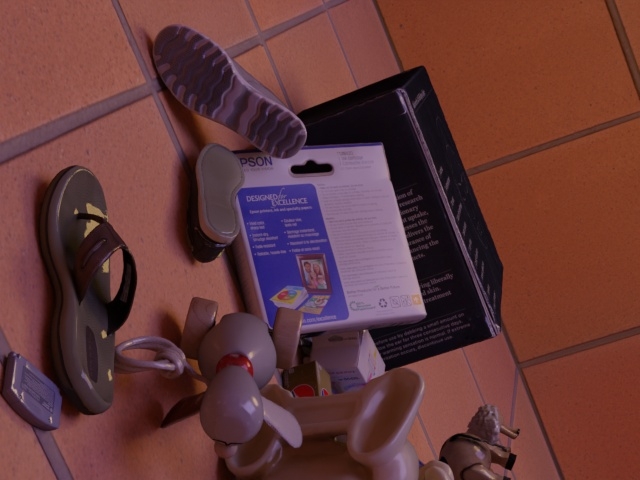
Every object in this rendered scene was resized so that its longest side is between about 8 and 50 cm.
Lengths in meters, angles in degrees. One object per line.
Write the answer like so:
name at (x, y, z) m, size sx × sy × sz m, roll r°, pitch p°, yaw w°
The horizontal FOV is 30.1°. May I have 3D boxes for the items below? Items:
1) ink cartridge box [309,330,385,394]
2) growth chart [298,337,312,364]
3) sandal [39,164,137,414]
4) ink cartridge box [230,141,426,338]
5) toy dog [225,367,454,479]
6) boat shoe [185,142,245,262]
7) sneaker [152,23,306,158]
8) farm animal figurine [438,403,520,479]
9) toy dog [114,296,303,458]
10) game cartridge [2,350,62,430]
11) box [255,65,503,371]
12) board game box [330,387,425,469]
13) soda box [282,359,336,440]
ink cartridge box at (0.042, 0.209, 2.012) m, size 0.143 × 0.092 × 0.090 m, roll 62°, pitch 29°, yaw -45°
growth chart at (-0.040, 0.106, 2.053) m, size 0.237 × 0.021 × 0.172 m, roll 70°, pitch 18°, yaw 2°
sandal at (-0.246, 0.050, 1.338) m, size 0.120 × 0.086 × 0.303 m, roll 45°, pitch 28°, yaw -56°
ink cartridge box at (0.000, 0.000, 1.923) m, size 0.303 × 0.072 × 0.307 m, roll -5°, pitch 71°, yaw -29°
toy dog at (0.071, 0.428, 1.603) m, size 0.395 × 0.284 × 0.408 m, roll -80°, pitch 149°, yaw -53°
boat shoe at (-0.163, -0.060, 1.774) m, size 0.081 × 0.068 × 0.228 m, roll 23°, pitch 35°, yaw -19°
sneaker at (-0.149, -0.229, 1.876) m, size 0.281 × 0.105 × 0.115 m, roll 41°, pitch 5°, yaw -12°
farm animal figurine at (0.238, 0.491, 2.222) m, size 0.330 × 0.172 × 0.327 m, roll -53°, pitch 163°, yaw -70°
toy dog at (-0.116, 0.190, 1.485) m, size 0.334 × 0.220 × 0.161 m, roll -34°, pitch 135°, yaw -66°
game cartridge at (-0.292, 0.156, 1.205) m, size 0.083 × 0.017 × 0.056 m, roll 54°, pitch 19°, yaw -43°
box at (0.135, -0.053, 2.283) m, size 0.480 × 0.297 × 0.472 m, roll -53°, pitch 123°, yaw -74°
board game box at (0.154, 0.396, 1.960) m, size 0.319 × 0.066 × 0.318 m, roll 36°, pitch -6°, yaw 35°
soda box at (-0.015, 0.283, 1.859) m, size 0.058 × 0.061 × 0.181 m, roll 52°, pitch 25°, yaw -49°
